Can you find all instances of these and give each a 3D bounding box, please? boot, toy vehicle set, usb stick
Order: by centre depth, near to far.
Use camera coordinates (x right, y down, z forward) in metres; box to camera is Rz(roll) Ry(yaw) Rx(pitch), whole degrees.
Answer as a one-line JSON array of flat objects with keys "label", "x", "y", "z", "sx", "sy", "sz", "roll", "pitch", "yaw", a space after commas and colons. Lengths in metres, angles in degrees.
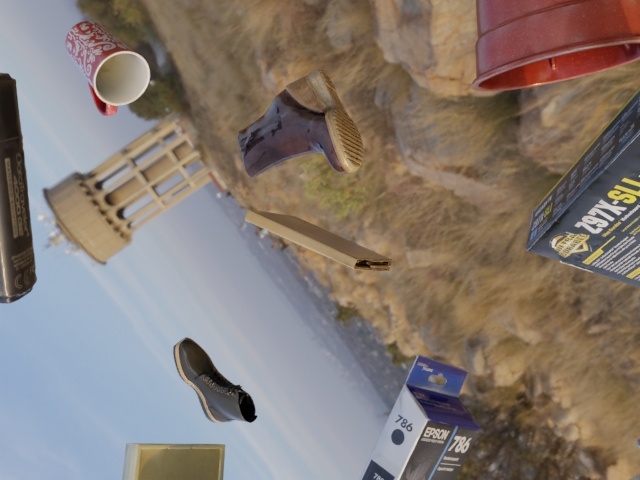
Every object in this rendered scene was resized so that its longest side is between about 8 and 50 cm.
[{"label": "usb stick", "x": -0.383, "y": -0.062, "z": 0.788, "sx": 0.077, "sy": 0.045, "sz": 0.277, "roll": -66, "pitch": -21, "yaw": -71}, {"label": "toy vehicle set", "x": -0.230, "y": 0.448, "z": 1.002, "sx": 0.166, "sy": 0.035, "sz": 0.266, "roll": 18, "pitch": -114, "yaw": -42}, {"label": "boot", "x": -0.041, "y": -0.164, "z": 1.147, "sx": 0.090, "sy": 0.207, "sz": 0.248, "roll": 31, "pitch": -148, "yaw": -45}, {"label": "boot", "x": -0.206, "y": 0.281, "z": 1.326, "sx": 0.137, "sy": 0.077, "sz": 0.197, "roll": -14, "pitch": 111, "yaw": 48}]

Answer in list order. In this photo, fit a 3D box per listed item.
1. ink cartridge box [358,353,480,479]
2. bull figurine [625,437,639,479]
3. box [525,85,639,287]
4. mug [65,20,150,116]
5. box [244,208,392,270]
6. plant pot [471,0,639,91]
[{"label": "ink cartridge box", "x": 0.131, "y": 0.336, "z": 0.943, "sx": 0.065, "sy": 0.332, "sz": 0.165, "roll": 24, "pitch": 180, "yaw": 43}, {"label": "bull figurine", "x": 0.413, "y": 0.297, "z": 0.692, "sx": 0.311, "sy": 0.188, "sz": 0.101, "roll": 14, "pitch": 138, "yaw": 21}, {"label": "box", "x": 0.412, "y": -0.043, "z": 0.716, "sx": 0.257, "sy": 0.079, "sz": 0.322, "roll": 19, "pitch": 154, "yaw": 3}, {"label": "mug", "x": -0.437, "y": -0.342, "z": 1.294, "sx": 0.169, "sy": 0.150, "sz": 0.113, "roll": 45, "pitch": -168, "yaw": 32}, {"label": "box", "x": 0.000, "y": 0.000, "z": 1.045, "sx": 0.201, "sy": 0.021, "sz": 0.164, "roll": 25, "pitch": -172, "yaw": 24}, {"label": "plant pot", "x": 0.347, "y": -0.389, "z": 0.992, "sx": 0.272, "sy": 0.273, "sz": 0.264, "roll": -176, "pitch": 77, "yaw": -82}]
